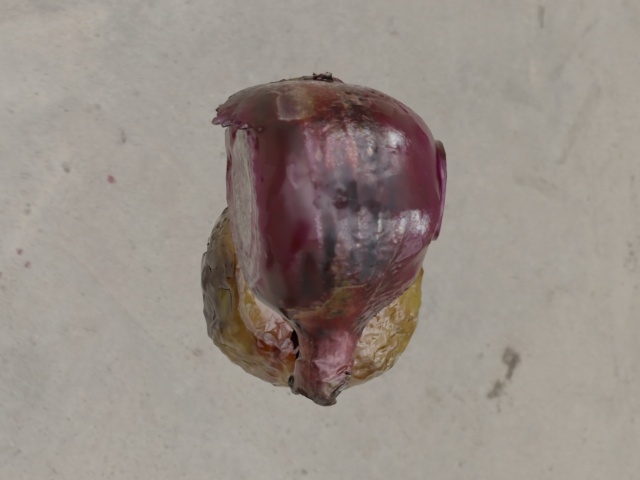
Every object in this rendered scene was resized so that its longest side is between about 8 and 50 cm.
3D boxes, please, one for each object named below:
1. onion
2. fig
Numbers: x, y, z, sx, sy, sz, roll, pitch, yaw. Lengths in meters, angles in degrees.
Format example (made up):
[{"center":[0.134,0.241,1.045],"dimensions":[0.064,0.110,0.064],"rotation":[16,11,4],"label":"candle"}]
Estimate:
[{"center":[0.015,-0.004,0.593],"dimensions":[0.135,0.173,0.198],"rotation":[-12,97,-6],"label":"onion"},{"center":[0.008,0.053,1.282],"dimensions":[0.368,0.286,0.286],"rotation":[14,94,-78],"label":"fig"}]
